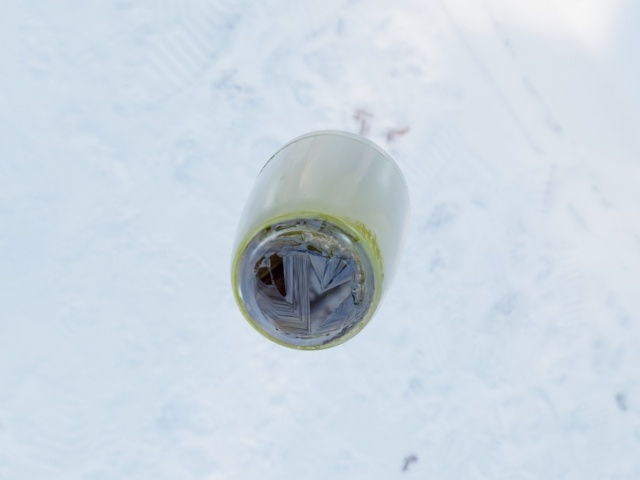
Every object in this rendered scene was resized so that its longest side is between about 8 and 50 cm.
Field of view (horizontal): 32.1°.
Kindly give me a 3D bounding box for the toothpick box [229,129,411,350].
[{"bbox_3d":[0.000,0.000,1.113,0.271,0.175,0.175,-72,160,-70],"label":"toothpick box"}]
